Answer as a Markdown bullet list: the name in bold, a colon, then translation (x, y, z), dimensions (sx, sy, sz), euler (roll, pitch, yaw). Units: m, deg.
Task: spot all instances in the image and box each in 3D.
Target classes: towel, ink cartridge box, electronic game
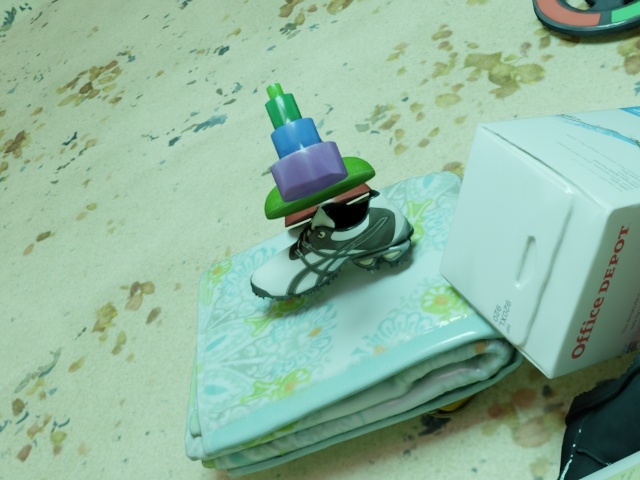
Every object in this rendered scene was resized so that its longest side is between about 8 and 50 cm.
- **towel**: translation (0.020, 0.078, 0.886), dimensions (0.374, 0.090, 0.321), euler (-23, 36, 12)
- **ink cartridge box**: translation (0.263, -0.012, 0.715), dimensions (0.232, 0.171, 0.168), euler (-10, 35, -28)
- **electronic game**: translation (0.421, -0.374, 1.107), dimensions (0.229, 0.048, 0.229), euler (-17, 46, 18)

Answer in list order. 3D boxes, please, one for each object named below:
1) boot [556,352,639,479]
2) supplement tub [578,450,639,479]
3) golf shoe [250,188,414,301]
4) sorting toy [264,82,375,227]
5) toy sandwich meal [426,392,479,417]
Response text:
- **boot**: translation (0.242, 0.201, 0.588), dimensions (0.094, 0.246, 0.207), euler (27, 61, 0)
- **supplement tub**: translation (0.242, 0.185, 0.354), dimensions (0.316, 0.228, 0.228), euler (-47, 30, 40)
- **golf shoe**: translation (0.000, 0.000, 0.847), dimensions (0.198, 0.094, 0.077), euler (-22, 34, 16)
- **sorting toy**: translation (-0.019, -0.099, 0.852), dimensions (0.127, 0.365, 0.126), euler (-22, 87, 3)
- **toy sandwich meal**: translation (0.135, 0.149, 0.824), dimensions (0.085, 0.029, 0.086), euler (-17, 45, 18)
